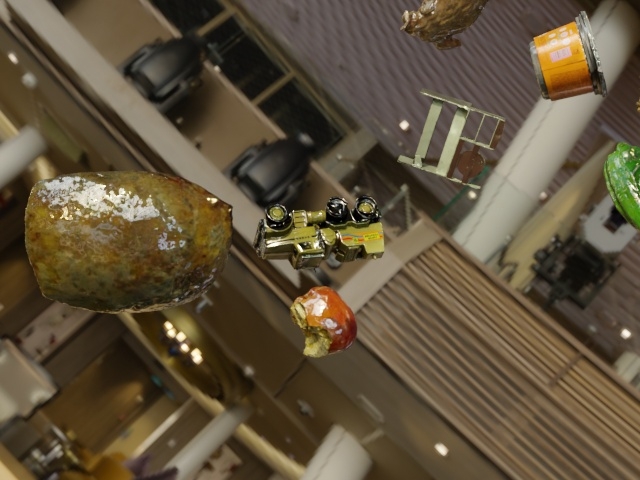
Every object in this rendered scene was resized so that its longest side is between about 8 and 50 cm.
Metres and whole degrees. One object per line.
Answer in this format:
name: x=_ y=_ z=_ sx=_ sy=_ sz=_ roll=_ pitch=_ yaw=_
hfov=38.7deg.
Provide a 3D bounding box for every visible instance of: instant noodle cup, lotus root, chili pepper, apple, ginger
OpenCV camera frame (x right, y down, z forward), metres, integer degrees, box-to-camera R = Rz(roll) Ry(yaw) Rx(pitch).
instant noodle cup: x=0.493 y=-0.357 z=1.837 sx=0.208 sy=0.125 sz=0.178 roll=-35 pitch=108 yaw=-73
lotus root: x=-0.290 y=0.010 z=1.411 sx=0.142 sy=0.313 sz=0.210 roll=-99 pitch=-166 yaw=-45
chili pepper: x=0.540 y=-0.066 z=1.517 sx=0.074 sy=0.100 sz=0.257 roll=104 pitch=-26 yaw=-58
apple: x=0.010 y=0.193 z=2.215 sx=0.156 sy=0.147 sz=0.158 roll=-153 pitch=-134 yaw=-77
ginger: x=0.224 y=-0.387 z=1.235 sx=0.122 sy=0.290 sz=0.084 roll=25 pitch=27 yaw=-30

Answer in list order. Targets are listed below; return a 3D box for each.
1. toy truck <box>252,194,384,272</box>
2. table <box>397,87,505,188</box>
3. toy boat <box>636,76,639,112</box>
toy truck: x=-0.003 y=-0.004 z=1.839 sx=0.127 sy=0.257 sz=0.127 roll=111 pitch=-27 yaw=-57
table: x=0.256 y=-0.199 z=1.778 sx=0.175 sy=0.146 sz=0.062 roll=19 pitch=20 yaw=6
toy boat: x=0.621 y=-0.312 z=1.649 sx=0.064 sy=0.206 sz=0.072 roll=33 pitch=-21 yaw=-20
